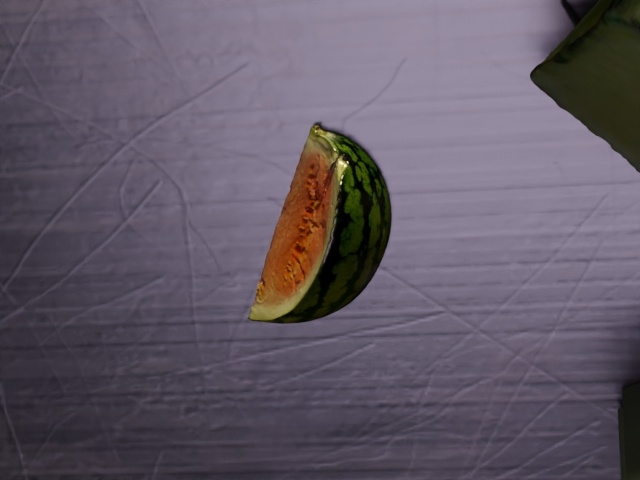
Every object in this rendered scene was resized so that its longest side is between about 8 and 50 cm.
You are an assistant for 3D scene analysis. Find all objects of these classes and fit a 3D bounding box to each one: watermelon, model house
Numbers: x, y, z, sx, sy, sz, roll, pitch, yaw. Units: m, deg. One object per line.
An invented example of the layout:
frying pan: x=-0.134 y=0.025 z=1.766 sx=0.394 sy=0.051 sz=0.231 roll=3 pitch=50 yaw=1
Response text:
watermelon: x=0.004 y=0.005 z=1.151 sx=0.087 sy=0.069 sz=0.163 roll=18 pitch=105 yaw=3
model house: x=0.292 y=-0.143 z=1.016 sx=0.194 sy=0.170 sz=0.211 roll=39 pitch=73 yaw=-1

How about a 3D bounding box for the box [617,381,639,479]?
box: x=0.302 y=0.224 z=1.080 sx=0.117 sy=0.225 sz=0.225 roll=-22 pitch=100 yaw=14
